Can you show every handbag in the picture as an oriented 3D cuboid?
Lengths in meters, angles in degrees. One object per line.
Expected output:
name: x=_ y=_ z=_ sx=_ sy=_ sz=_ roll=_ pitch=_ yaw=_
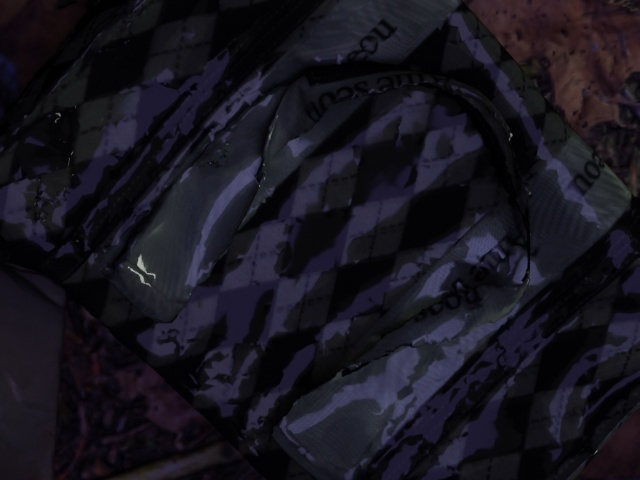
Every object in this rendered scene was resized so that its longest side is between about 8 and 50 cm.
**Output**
handbag: x=0.000 y=0.000 z=1.115 sx=0.317 sy=0.180 sz=0.416 roll=-46 pitch=104 yaw=-7

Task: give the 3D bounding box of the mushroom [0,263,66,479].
mushroom: x=-0.311 y=0.046 z=1.093 sx=0.407 sy=0.137 sz=0.154 roll=26 pitch=110 yaw=-23
